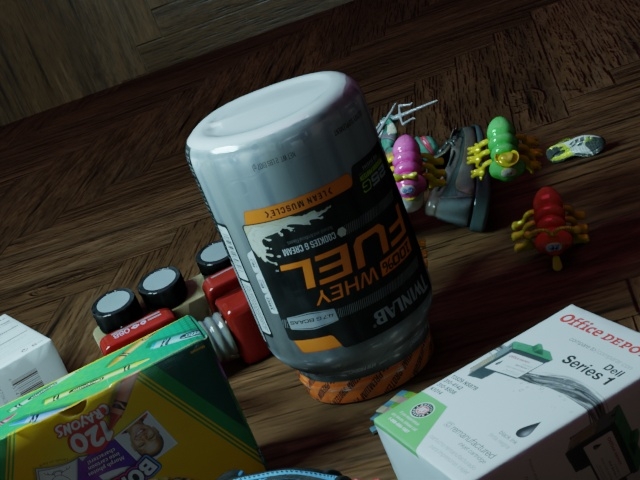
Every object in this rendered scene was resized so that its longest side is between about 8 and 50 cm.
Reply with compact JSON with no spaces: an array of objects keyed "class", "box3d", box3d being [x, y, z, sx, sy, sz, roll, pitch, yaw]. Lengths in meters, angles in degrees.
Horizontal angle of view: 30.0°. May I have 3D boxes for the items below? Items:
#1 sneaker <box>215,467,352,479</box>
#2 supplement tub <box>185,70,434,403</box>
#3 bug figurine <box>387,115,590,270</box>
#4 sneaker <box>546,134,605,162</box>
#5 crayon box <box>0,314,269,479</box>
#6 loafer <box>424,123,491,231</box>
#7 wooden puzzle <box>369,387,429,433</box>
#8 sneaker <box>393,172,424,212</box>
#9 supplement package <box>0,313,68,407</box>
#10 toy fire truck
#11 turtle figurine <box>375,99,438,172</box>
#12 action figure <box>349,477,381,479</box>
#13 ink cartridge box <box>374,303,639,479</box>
[{"class":"sneaker","box3d":[0.008,0.227,0.944,0.340,0.125,0.139,-4,21,35]},{"class":"supplement tub","box3d":[0.000,0.000,1.251,0.193,0.316,0.193,-19,21,8]},{"class":"bug figurine","box3d":[0.167,-0.045,1.406,0.279,0.072,0.216,-11,58,6]},{"class":"sneaker","box3d":[0.353,-0.133,1.645,0.083,0.031,0.035,-10,23,30]},{"class":"crayon box","box3d":[-0.209,0.211,1.147,0.278,0.165,0.081,-26,20,-11]},{"class":"loafer","box3d":[0.179,-0.096,1.610,0.084,0.096,0.267,6,24,0]},{"class":"wooden puzzle","box3d":[0.082,0.168,1.189,0.083,0.006,0.049,-34,23,-30]},{"class":"sneaker","box3d":[0.026,-0.032,1.604,0.111,0.129,0.297,14,-13,-38]},{"class":"supplement package","box3d":[-0.396,0.176,1.515,0.105,0.105,0.179,-32,22,-25]},{"class":"toy fire truck","box3d":[-0.142,0.111,1.390,0.217,0.158,0.246,-26,32,-12]},{"class":"turtle figurine","box3d":[0.087,-0.113,1.748,0.234,0.118,0.175,-34,2,13]},{"class":"action figure","box3d":[0.006,0.229,1.084,0.115,0.030,0.038,-10,18,24]},{"class":"ink cartridge box","box3d":[0.182,0.155,0.992,0.219,0.093,0.160,-29,21,-16]}]
